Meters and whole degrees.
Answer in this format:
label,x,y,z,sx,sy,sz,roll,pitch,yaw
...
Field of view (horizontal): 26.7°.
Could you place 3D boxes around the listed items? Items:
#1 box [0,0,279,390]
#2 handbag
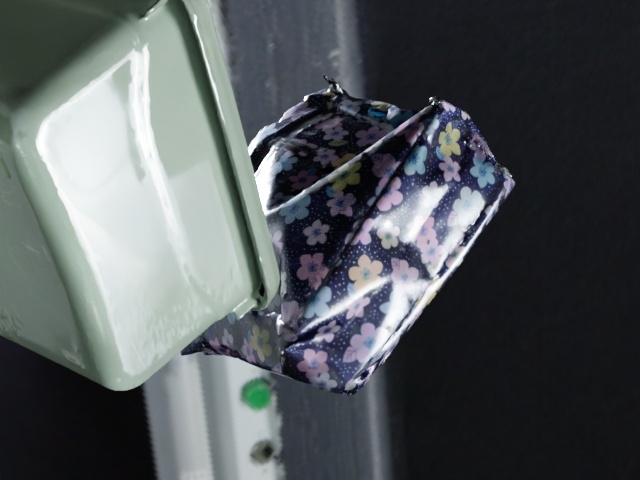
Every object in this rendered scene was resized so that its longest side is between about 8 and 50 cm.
label,x,y,z,sx,sy,sz,roll,pitch,yaw
box,-0.099,-0.026,0.525,0.124,0.093,0.172,19,-41,34
handbag,0.000,0.000,0.926,0.127,0.229,0.208,42,-16,-30
